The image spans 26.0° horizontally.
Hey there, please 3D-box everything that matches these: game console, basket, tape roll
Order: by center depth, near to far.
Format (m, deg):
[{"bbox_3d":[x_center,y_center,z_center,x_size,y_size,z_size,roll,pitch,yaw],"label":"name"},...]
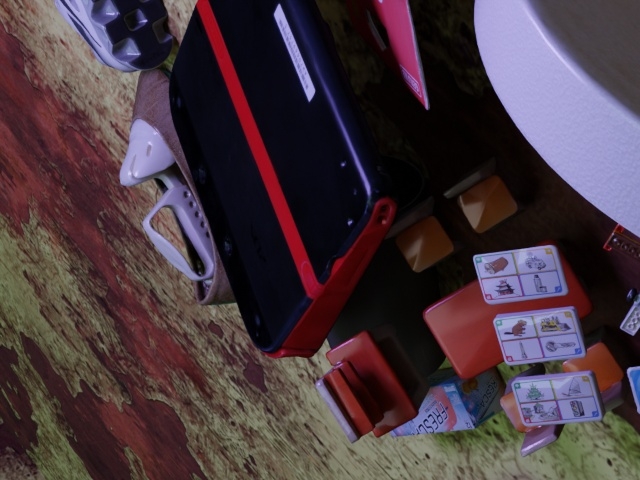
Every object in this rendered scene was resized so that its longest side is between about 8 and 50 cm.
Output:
[{"bbox_3d":[0.283,-0.127,0.793,0.392,0.392,0.072,46,148,26],"label":"tape roll"},{"bbox_3d":[-0.047,-0.104,1.392,0.386,0.060,0.342,68,150,25],"label":"game console"},{"bbox_3d":[0.056,0.040,1.533,0.204,0.154,0.227,23,136,54],"label":"basket"}]

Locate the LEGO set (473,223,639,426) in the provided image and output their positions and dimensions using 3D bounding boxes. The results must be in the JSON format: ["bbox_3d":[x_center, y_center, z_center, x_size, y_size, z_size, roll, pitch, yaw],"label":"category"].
[{"bbox_3d":[0.276,0.066,1.219,0.244,0.060,0.182,-10,112,26],"label":"LEGO set"}]

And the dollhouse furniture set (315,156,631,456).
[{"bbox_3d":[0.135,0.093,1.338,0.259,0.135,0.262,-33,89,21],"label":"dollhouse furniture set"}]

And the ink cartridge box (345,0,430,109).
[{"bbox_3d":[0.014,-0.278,1.293,0.296,0.066,0.261,-119,15,-64],"label":"ink cartridge box"}]

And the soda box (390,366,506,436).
[{"bbox_3d":[0.139,0.185,1.604,0.183,0.063,0.058,-22,95,60],"label":"soda box"}]

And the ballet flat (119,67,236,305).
[{"bbox_3d":[-0.193,-0.063,1.854,0.116,0.124,0.342,-14,102,59],"label":"ballet flat"}]

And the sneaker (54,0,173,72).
[{"bbox_3d":[-0.316,-0.369,1.794,0.146,0.122,0.330,1,115,55],"label":"sneaker"}]
